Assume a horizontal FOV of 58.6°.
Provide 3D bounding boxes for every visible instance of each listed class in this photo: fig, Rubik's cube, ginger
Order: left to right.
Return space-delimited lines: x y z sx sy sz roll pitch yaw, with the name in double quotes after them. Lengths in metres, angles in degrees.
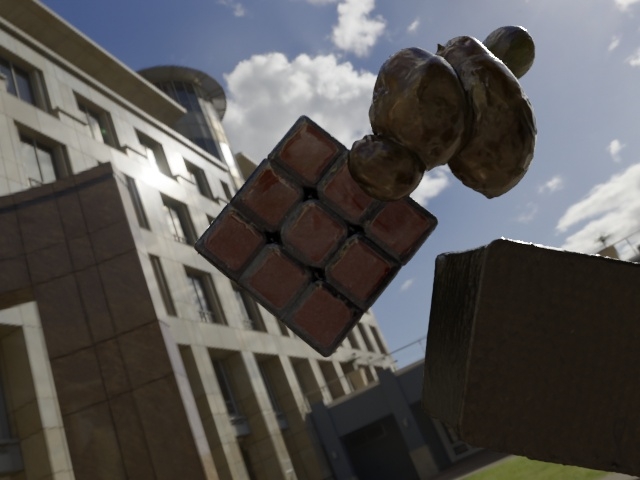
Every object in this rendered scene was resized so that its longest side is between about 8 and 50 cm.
0.000 0.000 1.071 0.305 0.303 0.301 -49 -6 0 "Rubik's cube"
0.171 -0.170 0.822 0.303 0.245 0.155 -10 8 -25 "ginger"
0.429 -0.423 1.380 0.245 0.149 0.149 -54 1 -40 "fig"

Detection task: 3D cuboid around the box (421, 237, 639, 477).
0.248 0.112 0.551 0.273 0.184 0.143 9 -7 -6 "box"
